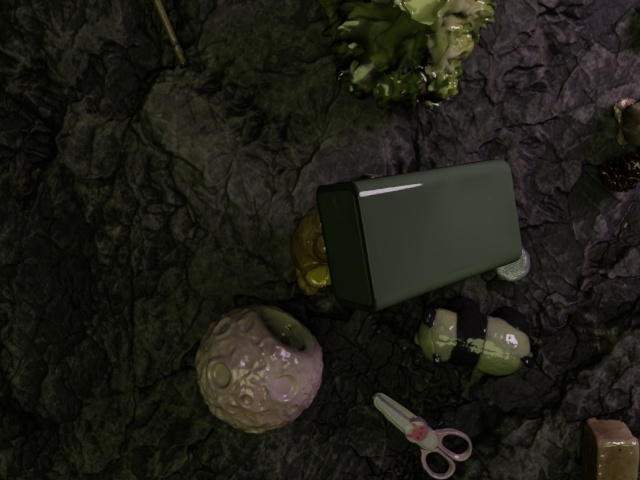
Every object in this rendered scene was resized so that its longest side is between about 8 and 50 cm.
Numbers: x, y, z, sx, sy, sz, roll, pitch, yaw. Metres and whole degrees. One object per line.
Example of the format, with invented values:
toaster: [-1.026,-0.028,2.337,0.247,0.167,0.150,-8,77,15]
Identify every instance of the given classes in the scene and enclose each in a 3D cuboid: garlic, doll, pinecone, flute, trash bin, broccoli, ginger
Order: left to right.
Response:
flute: [-0.323,-0.464,1.321,0.027,0.027,0.233,-22,96,10]
ginger: [0.000,0.000,1.280,0.102,0.157,0.216,16,136,-20]
broccoli: [0.175,-0.381,1.139,0.347,0.281,0.294,-20,95,11]
trash bin: [0.185,-0.025,1.190,0.343,0.158,0.223,-14,98,-27]
doll: [0.306,0.196,1.296,0.234,0.135,0.144,13,99,9]
pinecone: [0.575,-0.130,1.234,0.077,0.077,0.083,42,96,-1]
garlic: [0.624,-0.220,1.159,0.127,0.194,0.131,1,94,-2]

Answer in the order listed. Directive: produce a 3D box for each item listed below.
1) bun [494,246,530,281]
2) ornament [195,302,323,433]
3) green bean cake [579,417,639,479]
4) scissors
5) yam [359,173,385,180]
bun: [0.382,0.042,1.302,0.083,0.045,0.084,1,97,9]
ornament: [-0.127,0.260,1.297,0.259,0.259,0.225,37,107,0]
green bean cake: [0.583,0.462,1.312,0.085,0.109,0.179,0,99,6]
scissors: [0.209,0.407,1.392,0.242,0.030,0.118,40,101,-3]
yam: [0.075,-0.019,1.326,0.061,0.061,0.253,16,102,5]
